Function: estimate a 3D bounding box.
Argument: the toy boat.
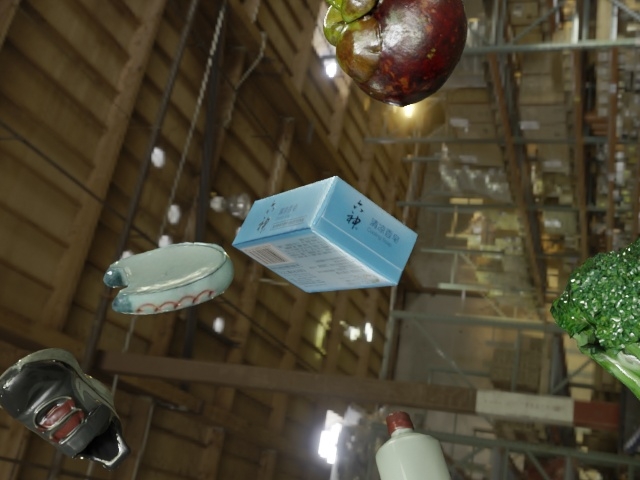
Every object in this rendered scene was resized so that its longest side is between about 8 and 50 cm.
[{"bbox_3d":[-0.242,0.069,1.268,0.134,0.208,0.078,-133,34,-52],"label":"toy boat"}]

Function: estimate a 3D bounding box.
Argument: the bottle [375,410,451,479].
[{"bbox_3d":[0.148,0.373,1.171,0.104,0.104,0.245,64,-172,-51],"label":"bottle"}]

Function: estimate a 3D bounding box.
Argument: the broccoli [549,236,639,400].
[{"bbox_3d":[0.350,0.097,0.731,0.294,0.265,0.245,31,-121,-53],"label":"broccoli"}]

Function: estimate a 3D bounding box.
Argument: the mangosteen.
[{"bbox_3d":[0.065,-0.227,0.850,0.145,0.181,0.156,105,171,-51],"label":"mangosteen"}]

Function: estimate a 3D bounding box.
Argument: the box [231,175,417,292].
[{"bbox_3d":[0.000,0.000,1.046,0.142,0.232,0.083,34,-113,-23],"label":"box"}]

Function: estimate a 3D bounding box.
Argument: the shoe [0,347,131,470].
[{"bbox_3d":[-0.304,0.214,0.955,0.099,0.112,0.227,-42,-26,-9],"label":"shoe"}]
